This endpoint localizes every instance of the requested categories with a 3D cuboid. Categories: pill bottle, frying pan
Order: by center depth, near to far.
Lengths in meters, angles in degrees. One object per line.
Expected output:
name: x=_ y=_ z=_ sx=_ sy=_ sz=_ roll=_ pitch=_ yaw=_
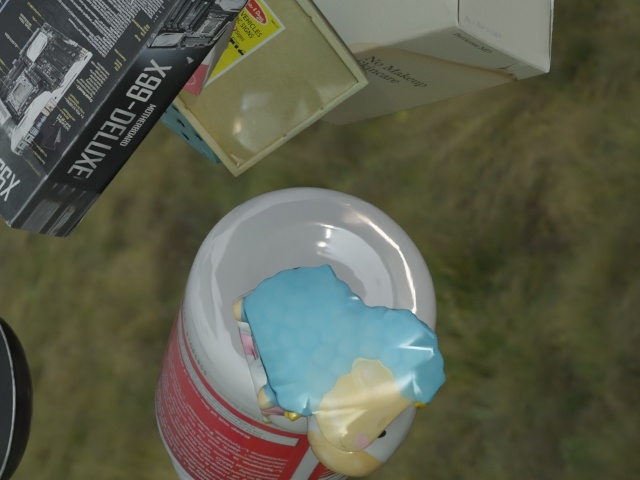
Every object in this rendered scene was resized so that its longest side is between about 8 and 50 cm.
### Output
frying pan: x=-0.349 y=0.107 z=1.912 sx=0.197 sy=0.053 sz=0.326 roll=-56 pitch=45 yaw=35
pill bottle: x=-0.040 y=0.130 z=1.929 sx=0.407 sy=0.229 sz=0.229 roll=114 pitch=169 yaw=-63

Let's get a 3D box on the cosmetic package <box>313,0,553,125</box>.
cosmetic package: x=0.082 y=-0.223 z=2.140 sx=0.309 sy=0.160 sz=0.113 roll=-11 pitch=68 yaw=44

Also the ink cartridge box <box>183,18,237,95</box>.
ink cartridge box: x=-0.175 y=-0.224 z=1.789 sx=0.067 sy=0.198 sz=0.115 roll=-62 pitch=-1 yaw=-28

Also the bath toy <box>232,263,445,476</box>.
bath toy: x=0.013 y=0.094 z=1.444 sx=0.348 sy=0.129 sz=0.151 roll=117 pitch=137 yaw=-85

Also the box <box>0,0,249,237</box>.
box: x=-0.235 y=-0.191 z=1.547 sx=0.242 sy=0.307 sz=0.076 roll=-52 pitch=-28 yaw=15

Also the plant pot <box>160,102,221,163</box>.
plant pot: x=-0.097 y=-0.226 z=2.528 sx=0.234 sy=0.165 sz=0.165 roll=-45 pitch=-25 yaw=-16

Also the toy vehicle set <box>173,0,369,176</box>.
toy vehicle set: x=-0.096 y=-0.208 z=1.905 sx=0.166 sy=0.267 sz=0.035 roll=-34 pitch=23 yaw=12
